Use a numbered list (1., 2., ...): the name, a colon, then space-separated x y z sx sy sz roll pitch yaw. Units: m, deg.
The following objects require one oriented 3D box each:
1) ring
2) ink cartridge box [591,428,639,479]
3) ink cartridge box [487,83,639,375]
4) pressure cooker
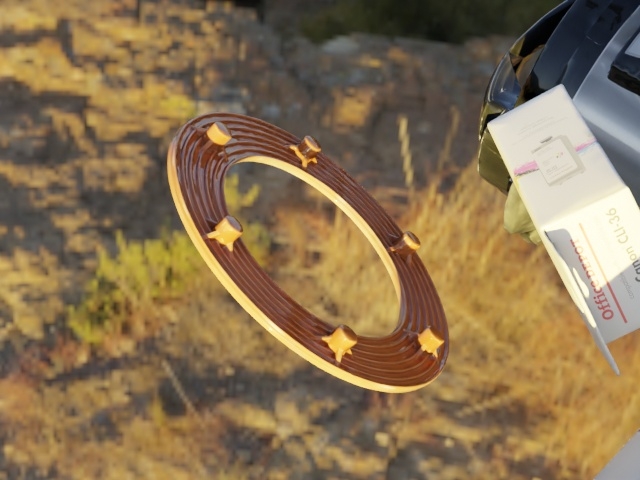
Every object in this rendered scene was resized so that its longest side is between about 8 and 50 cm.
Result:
1. ring: 0.000 0.000 1.522 0.337 0.032 0.336 35 28 -21
2. ink cartridge box: 0.218 0.220 0.924 0.171 0.168 0.232 45 84 -4
3. ink cartridge box: 0.188 -0.010 1.131 0.067 0.115 0.198 -27 32 8
4. pressure cooker: 0.384 -0.112 1.686 0.420 0.375 0.370 37 18 25
